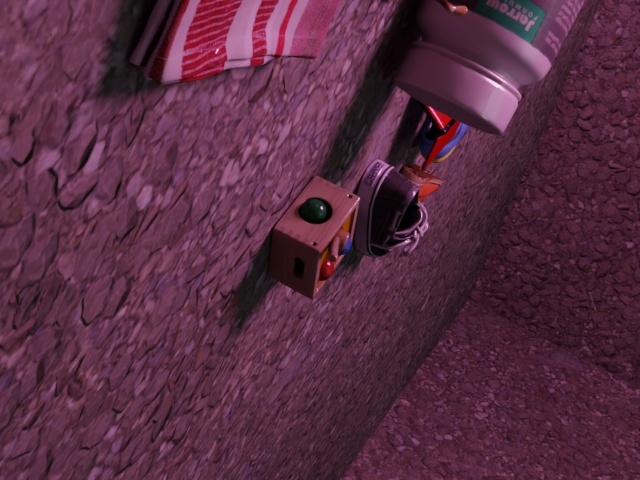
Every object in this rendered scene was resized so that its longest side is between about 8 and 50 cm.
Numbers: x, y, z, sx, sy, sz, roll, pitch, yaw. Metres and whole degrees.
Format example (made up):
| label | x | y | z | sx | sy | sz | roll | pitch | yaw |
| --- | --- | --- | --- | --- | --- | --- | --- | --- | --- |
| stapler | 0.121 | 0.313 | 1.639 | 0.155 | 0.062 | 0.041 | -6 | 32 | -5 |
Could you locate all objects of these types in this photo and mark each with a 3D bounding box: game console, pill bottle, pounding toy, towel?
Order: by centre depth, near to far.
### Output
| label | x | y | z | sx | sy | sz | roll | pitch | yaw |
| --- | --- | --- | --- | --- | --- | --- | --- | --- | --- |
| towel | -0.023 | -0.250 | 0.922 | 0.237 | 0.037 | 0.329 | -60 | 168 | 23 |
| pounding toy | 0.000 | 0.000 | 1.418 | 0.130 | 0.100 | 0.141 | -54 | 164 | -34 |
| pill bottle | 0.257 | -0.342 | 1.487 | 0.361 | 0.204 | 0.204 | -63 | 166 | 2 |
| game console | 0.193 | -0.211 | 1.800 | 0.085 | 0.124 | 0.144 | -26 | -166 | 40 |

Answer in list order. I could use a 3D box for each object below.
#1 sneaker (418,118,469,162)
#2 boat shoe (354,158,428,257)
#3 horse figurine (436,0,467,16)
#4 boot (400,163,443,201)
| label | x | y | z | sx | sy | sz | roll | pitch | yaw |
| --- | --- | --- | --- | --- | --- | --- | --- | --- | --- |
| sneaker | 0.242 | -0.236 | 1.925 | 0.209 | 0.069 | 0.082 | -57 | 162 | -19 |
| boat shoe | 0.127 | -0.035 | 1.806 | 0.113 | 0.105 | 0.306 | -57 | 165 | -20 |
| horse figurine | 0.173 | -0.357 | 1.260 | 0.263 | 0.066 | 0.174 | -29 | 146 | 32 |
| boot | 0.171 | -0.092 | 1.978 | 0.158 | 0.059 | 0.085 | -9 | 129 | -63 |
